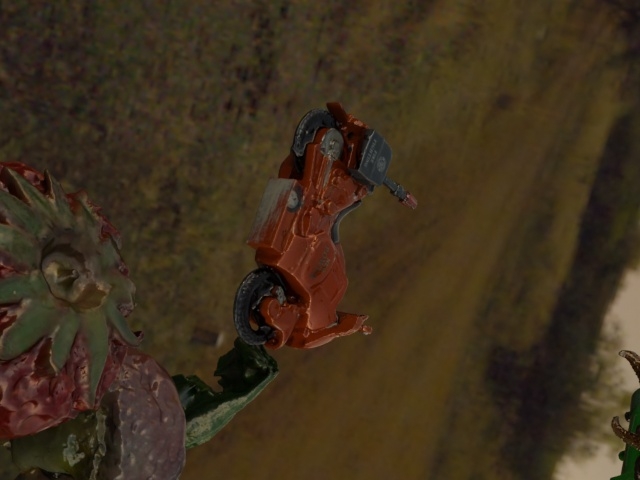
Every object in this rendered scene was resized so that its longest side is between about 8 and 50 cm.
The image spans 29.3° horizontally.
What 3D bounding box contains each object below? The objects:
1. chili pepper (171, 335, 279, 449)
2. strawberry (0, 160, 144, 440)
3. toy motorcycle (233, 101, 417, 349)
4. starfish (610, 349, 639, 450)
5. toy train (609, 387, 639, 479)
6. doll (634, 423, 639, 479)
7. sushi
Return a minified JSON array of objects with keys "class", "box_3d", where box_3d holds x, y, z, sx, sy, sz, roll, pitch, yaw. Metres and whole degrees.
[{"class":"chili pepper","box_3d":[-0.163,0.208,1.558,0.083,0.253,0.099,31,35,-56]},{"class":"strawberry","box_3d":[-0.262,0.051,0.875,0.205,0.244,0.205,32,50,-47]},{"class":"toy motorcycle","box_3d":[0.000,0.000,1.535,0.221,0.148,0.325,38,66,-48]},{"class":"starfish","box_3d":[0.187,0.077,0.635,0.078,0.028,0.091,-64,-153,1]},{"class":"toy train","box_3d":[0.404,0.248,1.451,0.085,0.119,0.251,53,34,-17]},{"class":"doll","box_3d":[0.359,0.241,1.150,0.057,0.165,0.139,-12,166,-39]},{"class":"sushi","box_3d":[-0.203,0.132,1.047,0.107,0.161,0.241,15,54,-53]}]
